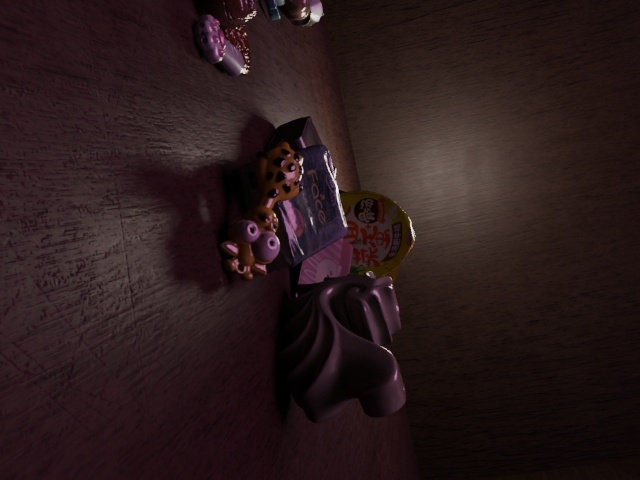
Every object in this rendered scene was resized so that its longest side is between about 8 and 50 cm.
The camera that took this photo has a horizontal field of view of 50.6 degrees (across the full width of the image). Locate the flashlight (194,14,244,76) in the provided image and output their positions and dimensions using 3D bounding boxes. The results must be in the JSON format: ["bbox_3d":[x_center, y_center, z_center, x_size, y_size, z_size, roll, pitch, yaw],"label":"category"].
[{"bbox_3d":[-0.196,-0.381,1.356,0.200,0.048,0.093,20,59,-78],"label":"flashlight"}]

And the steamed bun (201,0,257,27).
[{"bbox_3d":[-0.182,-0.508,1.369,0.175,0.106,0.144,-74,145,-60],"label":"steamed bun"}]

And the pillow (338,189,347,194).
[{"bbox_3d":[0.132,-0.084,2.202,0.092,0.335,0.161,-60,149,-16],"label":"pillow"}]

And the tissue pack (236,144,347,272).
[{"bbox_3d":[-0.055,-0.081,1.486,0.316,0.103,0.227,-32,110,-63],"label":"tissue pack"}]

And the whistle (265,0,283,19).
[{"bbox_3d":[-0.142,-0.747,1.956,0.274,0.093,0.186,1,77,-83],"label":"whistle"}]

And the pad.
[{"bbox_3d":[0.013,0.097,1.729,0.202,0.005,0.299,40,49,-41],"label":"pad"}]

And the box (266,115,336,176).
[{"bbox_3d":[-0.054,-0.199,1.750,0.274,0.138,0.178,-82,151,-66],"label":"box"}]

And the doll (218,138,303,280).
[{"bbox_3d":[-0.102,-0.062,1.241,0.117,0.086,0.291,36,56,-25],"label":"doll"}]

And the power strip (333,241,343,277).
[{"bbox_3d":[0.000,0.000,1.848,0.070,0.105,0.256,2,76,-71],"label":"power strip"}]

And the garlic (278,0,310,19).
[{"bbox_3d":[-0.096,-0.790,2.227,0.147,0.102,0.159,56,9,-32],"label":"garlic"}]

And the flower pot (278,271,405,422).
[{"bbox_3d":[0.045,0.222,1.448,0.367,0.254,0.164,-84,160,-55],"label":"flower pot"}]

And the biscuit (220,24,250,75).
[{"bbox_3d":[-0.193,-0.466,1.522,0.188,0.027,0.187,-10,90,-80],"label":"biscuit"}]

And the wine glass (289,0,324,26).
[{"bbox_3d":[-0.060,-0.826,2.431,0.183,0.122,0.122,-71,149,-68],"label":"wine glass"}]

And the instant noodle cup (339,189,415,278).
[{"bbox_3d":[0.120,0.032,2.021,0.221,0.311,0.311,80,4,-62],"label":"instant noodle cup"}]
